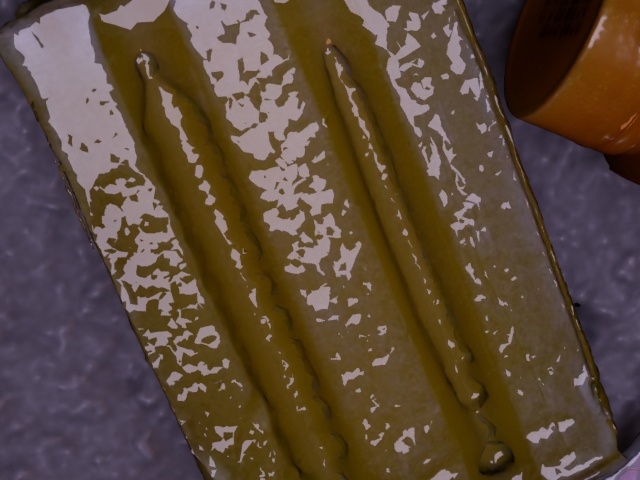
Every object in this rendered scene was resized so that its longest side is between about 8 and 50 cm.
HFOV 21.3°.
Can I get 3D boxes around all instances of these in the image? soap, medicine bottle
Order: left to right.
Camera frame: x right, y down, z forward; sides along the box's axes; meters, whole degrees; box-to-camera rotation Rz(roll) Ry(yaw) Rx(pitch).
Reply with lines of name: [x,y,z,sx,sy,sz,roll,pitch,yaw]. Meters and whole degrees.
soap: [0.000,0.000,0.798,0.199,0.091,0.315,-25,108,-3]
medicine bottle: [0.204,-0.062,0.781,0.222,0.149,0.112,21,94,-15]

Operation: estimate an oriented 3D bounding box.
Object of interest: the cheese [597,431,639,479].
cheese: [0.112,0.169,0.878,0.227,0.064,0.137,-40,112,4]
